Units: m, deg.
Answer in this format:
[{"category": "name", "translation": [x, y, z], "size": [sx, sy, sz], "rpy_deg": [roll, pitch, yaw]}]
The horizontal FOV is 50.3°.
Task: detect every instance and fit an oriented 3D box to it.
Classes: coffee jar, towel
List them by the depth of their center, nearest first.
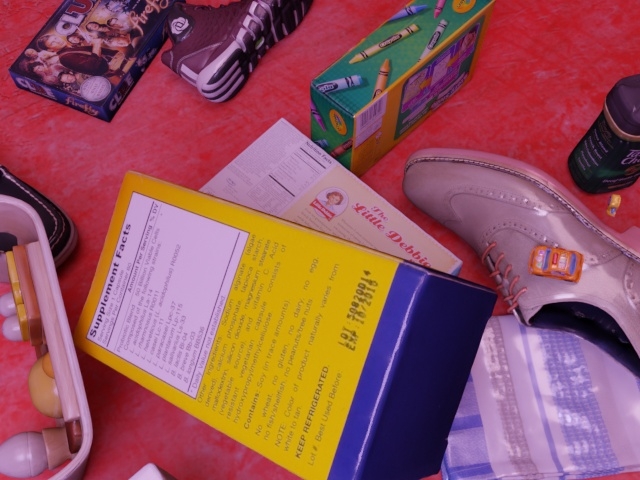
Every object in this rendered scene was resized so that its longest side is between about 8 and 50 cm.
[{"category": "towel", "translation": [0.269, 0.181, 0.816], "size": [0.285, 0.034, 0.209], "rpy_deg": [-6, 64, -3]}, {"category": "coffee jar", "translation": [0.398, -0.137, 0.884], "size": [0.096, 0.184, 0.079], "rpy_deg": [-12, 65, -5]}]

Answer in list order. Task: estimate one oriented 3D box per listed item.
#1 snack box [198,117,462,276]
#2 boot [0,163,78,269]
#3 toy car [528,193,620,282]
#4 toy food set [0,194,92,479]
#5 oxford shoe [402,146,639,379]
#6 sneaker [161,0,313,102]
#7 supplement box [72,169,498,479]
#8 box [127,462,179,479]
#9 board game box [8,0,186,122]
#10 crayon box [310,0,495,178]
[{"category": "snack box", "translation": [0.000, 0.000, 0.887], "size": [0.322, 0.060, 0.187], "rpy_deg": [41, 72, 18]}, {"category": "boot", "translation": [-0.491, -0.108, 0.815], "size": [0.377, 0.284, 0.138], "rpy_deg": [31, 68, 13]}, {"category": "toy car", "translation": [0.277, -0.009, 0.747], "size": [0.060, 0.040, 0.122], "rpy_deg": [29, 89, 20]}, {"category": "toy food set", "translation": [-0.317, 0.129, 0.721], "size": [0.092, 0.220, 0.306], "rpy_deg": [-12, 68, -26]}, {"category": "oxford shoe", "translation": [0.252, 0.015, 0.823], "size": [0.397, 0.140, 0.146], "rpy_deg": [30, 68, 24]}, {"category": "sneaker", "translation": [-0.137, -0.350, 1.034], "size": [0.162, 0.106, 0.281], "rpy_deg": [31, 69, 17]}, {"category": "supplement box", "translation": [-0.041, 0.078, 0.686], "size": [0.356, 0.195, 0.194], "rpy_deg": [19, 91, 32]}, {"category": "box", "translation": [-0.142, 0.334, 0.660], "size": [0.119, 0.182, 0.181], "rpy_deg": [-39, 71, -17]}, {"category": "board game box", "translation": [-0.336, -0.310, 1.047], "size": [0.165, 0.042, 0.243], "rpy_deg": [21, 66, 10]}, {"category": "crayon box", "translation": [0.110, -0.221, 0.936], "size": [0.081, 0.165, 0.278], "rpy_deg": [42, 71, 18]}]
